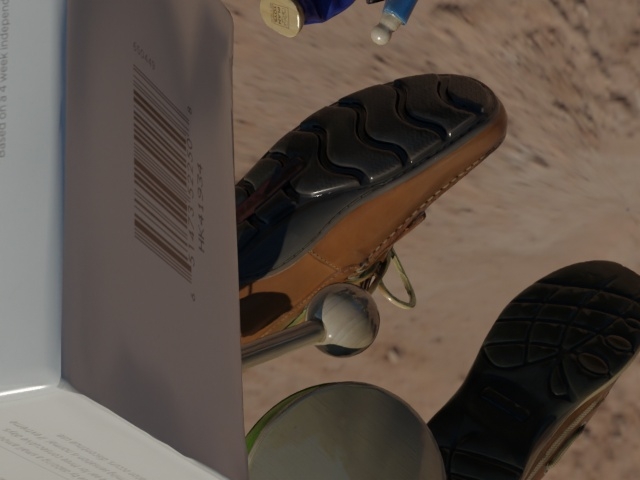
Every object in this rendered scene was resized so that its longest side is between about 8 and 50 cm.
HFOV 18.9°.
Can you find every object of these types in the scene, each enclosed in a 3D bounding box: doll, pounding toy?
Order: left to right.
[{"bbox_3d":[-0.021,0.160,1.347,0.183,0.110,0.237,-24,105,-32],"label":"pounding toy"},{"bbox_3d":[0.038,-0.200,1.380,0.046,0.189,0.129,17,124,46],"label":"doll"}]

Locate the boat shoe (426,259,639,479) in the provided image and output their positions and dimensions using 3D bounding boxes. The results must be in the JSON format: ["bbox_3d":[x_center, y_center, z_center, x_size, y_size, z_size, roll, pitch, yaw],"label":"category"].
[{"bbox_3d":[0.184,0.149,1.747,0.122,0.120,0.324,36,63,22],"label":"boat shoe"}]

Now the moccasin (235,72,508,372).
[{"bbox_3d":[0.002,0.002,1.623,0.380,0.147,0.139,-42,45,-4],"label":"moccasin"}]

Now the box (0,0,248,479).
[{"bbox_3d":[-0.218,0.001,0.752,0.345,0.168,0.215,-9,68,17],"label":"box"}]
